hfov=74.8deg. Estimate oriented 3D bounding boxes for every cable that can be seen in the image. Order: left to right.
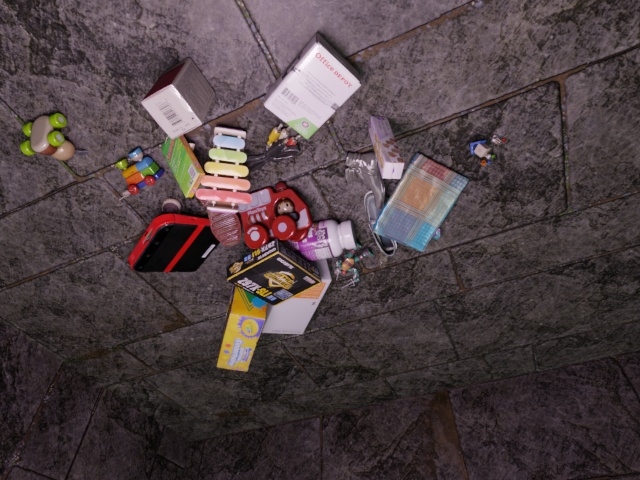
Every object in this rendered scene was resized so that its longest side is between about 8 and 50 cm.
[{"bbox_3d":[-0.194,-0.343,1.625,0.287,0.072,0.140,-25,146,36],"label":"cable"}]

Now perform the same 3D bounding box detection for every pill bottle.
[{"bbox_3d":[0.000,0.000,1.841,0.302,0.169,0.169,-12,131,10],"label":"pill bottle"}]

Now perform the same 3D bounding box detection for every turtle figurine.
[{"bbox_3d":[0.132,0.111,1.979,0.175,0.118,0.234,26,113,-40],"label":"turtle figurine"}]

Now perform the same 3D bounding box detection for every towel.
[{"bbox_3d":[0.409,-0.144,1.725,0.272,0.040,0.370,21,111,-20],"label":"towel"}]

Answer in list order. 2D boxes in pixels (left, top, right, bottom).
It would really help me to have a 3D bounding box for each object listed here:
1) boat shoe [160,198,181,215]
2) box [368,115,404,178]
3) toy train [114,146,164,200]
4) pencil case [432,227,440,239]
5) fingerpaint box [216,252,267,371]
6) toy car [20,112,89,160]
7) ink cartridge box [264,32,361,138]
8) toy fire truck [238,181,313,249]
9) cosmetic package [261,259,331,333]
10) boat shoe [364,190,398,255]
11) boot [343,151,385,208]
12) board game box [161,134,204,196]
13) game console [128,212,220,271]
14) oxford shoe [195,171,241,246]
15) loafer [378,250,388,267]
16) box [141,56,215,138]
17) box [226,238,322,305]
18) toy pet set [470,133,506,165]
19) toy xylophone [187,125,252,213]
[{"bbox_3d":[-0.670,-0.054,1.843,0.103,0.092,0.285,14,131,-12],"label":"boat shoe"},{"bbox_3d":[0.221,-0.326,1.438,0.063,0.323,0.067,2,133,-6],"label":"box"},{"bbox_3d":[-0.759,-0.260,1.658,0.248,0.105,0.143,-22,118,19],"label":"toy train"},{"bbox_3d":[0.458,-0.051,1.864,0.152,0.064,0.070,13,147,-12],"label":"pencil case"},{"bbox_3d":[-0.370,0.351,2.028,0.163,0.371,0.444,13,132,-11],"label":"fingerpaint box"},{"bbox_3d":[-0.976,-0.362,1.569,0.155,0.148,0.188,-12,160,15],"label":"toy car"},{"bbox_3d":[-0.028,-0.512,1.409,0.198,0.114,0.273,34,124,-27],"label":"ink cartridge box"},{"bbox_3d":[-0.193,-0.103,1.717,0.302,0.253,0.169,-18,172,17],"label":"toy fire truck"},{"bbox_3d":[-0.137,0.272,2.071,0.230,0.161,0.453,6,133,-21],"label":"cosmetic package"},{"bbox_3d":[0.269,-0.070,1.813,0.116,0.099,0.319,-13,124,15],"label":"boat shoe"},{"bbox_3d":[0.176,-0.243,1.677,0.161,0.083,0.246,-3,117,8],"label":"boot"},{"bbox_3d":[-0.515,-0.296,1.552,0.039,0.259,0.124,-9,148,-49],"label":"board game box"},{"bbox_3d":[-0.627,0.022,1.859,0.342,0.060,0.386,3,143,-47],"label":"game console"},{"bbox_3d":[-0.417,-0.133,1.752,0.123,0.130,0.348,-17,127,-6],"label":"oxford shoe"},{"bbox_3d":[0.303,0.058,1.977,0.056,0.050,0.147,16,116,-2],"label":"loafer"},{"bbox_3d":[-0.457,-0.468,1.371,0.127,0.232,0.148,-21,129,18],"label":"box"},{"bbox_3d":[-0.186,0.142,1.727,0.257,0.079,0.322,-27,142,19],"label":"box"},{"bbox_3d":[0.628,-0.353,1.609,0.114,0.065,0.122,-17,145,-34],"label":"toy pet set"},{"bbox_3d":[-0.382,-0.260,1.570,0.236,0.081,0.322,-3,97,-12],"label":"toy xylophone"}]
